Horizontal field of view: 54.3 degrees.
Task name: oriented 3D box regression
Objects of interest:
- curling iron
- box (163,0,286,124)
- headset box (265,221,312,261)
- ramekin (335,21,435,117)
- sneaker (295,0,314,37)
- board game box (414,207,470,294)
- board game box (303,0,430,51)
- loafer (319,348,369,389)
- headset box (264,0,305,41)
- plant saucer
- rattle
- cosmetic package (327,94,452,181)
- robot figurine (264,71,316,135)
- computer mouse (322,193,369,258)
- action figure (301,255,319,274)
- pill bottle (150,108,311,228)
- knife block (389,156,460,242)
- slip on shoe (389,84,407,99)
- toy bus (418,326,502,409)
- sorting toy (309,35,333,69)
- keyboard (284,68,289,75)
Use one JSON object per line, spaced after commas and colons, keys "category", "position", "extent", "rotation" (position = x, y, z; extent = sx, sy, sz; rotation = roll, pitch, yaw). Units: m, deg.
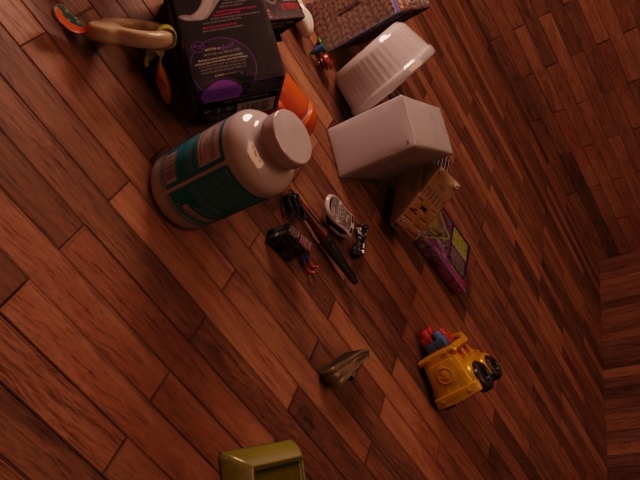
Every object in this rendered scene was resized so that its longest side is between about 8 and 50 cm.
{"category": "curling iron", "position": [0.000, 0.000, 1.378], "extent": [0.274, 0.035, 0.068], "rotation": [52, 42, -24]}
{"category": "box", "position": [-0.182, -0.375, 1.144], "extent": [0.165, 0.143, 0.270], "rotation": [-14, 80, -13]}
{"category": "headset box", "position": [-0.061, 0.006, 1.263], "extent": [0.083, 0.062, 0.032], "rotation": [43, 43, -34]}
{"category": "ramekin", "position": [0.158, -0.458, 1.649], "extent": [0.127, 0.273, 0.273], "rotation": [49, 37, -9]}
{"category": "sneaker", "position": [-0.075, -0.583, 1.566], "extent": [0.075, 0.057, 0.161], "rotation": [-23, 94, -40]}
{"category": "board game box", "position": [0.347, -0.024, 1.879], "extent": [0.347, 0.056, 0.208], "rotation": [51, 34, -27]}
{"category": "board game box", "position": [0.137, -0.652, 1.732], "extent": [0.291, 0.232, 0.141], "rotation": [-38, 106, -54]}
{"category": "loafer", "position": [0.054, 0.267, 1.304], "extent": [0.148, 0.056, 0.050], "rotation": [-18, 89, -47]}
{"category": "headset box", "position": [-0.169, -0.565, 1.359], "extent": [0.218, 0.110, 0.293], "rotation": [-36, 103, -56]}
{"category": "plant saucer", "position": [-0.077, 0.435, 1.034], "extent": [0.188, 0.045, 0.188], "rotation": [12, 64, -52]}
{"category": "rattle", "position": [-0.347, -0.311, 1.048], "extent": [0.200, 0.143, 0.130], "rotation": [-17, 55, -42]}
{"category": "cosmetic package", "position": [0.179, -0.253, 1.592], "extent": [0.225, 0.224, 0.138], "rotation": [-6, 79, -56]}
{"category": "robot figurine", "position": [-0.094, -0.280, 1.305], "extent": [0.219, 0.158, 0.128], "rotation": [45, 68, -33]}
{"category": "computer mouse", "position": [0.051, -0.040, 1.470], "extent": [0.193, 0.042, 0.106], "rotation": [45, 45, -41]}
{"category": "action figure", "position": [-0.041, 0.016, 1.319], "extent": [0.115, 0.030, 0.038], "rotation": [58, 40, -15]}
{"category": "pill bottle", "position": [-0.144, -0.121, 1.025], "extent": [0.146, 0.264, 0.146], "rotation": [30, 51, -45]}
{"category": "knife block", "position": [0.260, -0.147, 1.732], "extent": [0.088, 0.242, 0.275], "rotation": [40, 87, -25]}
{"category": "slip on shoe", "position": [0.248, -0.451, 1.966], "extent": [0.135, 0.051, 0.041], "rotation": [50, -2, -15]}
{"category": "toy bus", "position": [0.351, 0.313, 1.644], "extent": [0.220, 0.149, 0.211], "rotation": [-10, 66, -58]}
{"category": "sorting toy", "position": [-0.002, -0.486, 1.630], "extent": [0.061, 0.042, 0.102], "rotation": [35, 33, -63]}
{"category": "keyboard", "position": [-0.078, -0.346, 1.394], "extent": [0.023, 0.108, 0.180], "rotation": [-44, 137, -9]}
